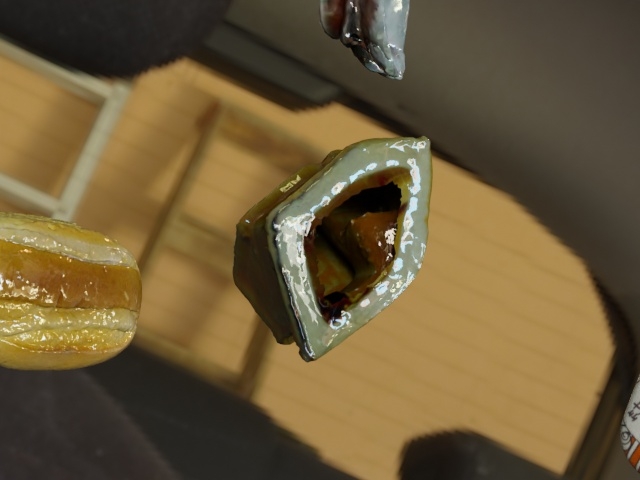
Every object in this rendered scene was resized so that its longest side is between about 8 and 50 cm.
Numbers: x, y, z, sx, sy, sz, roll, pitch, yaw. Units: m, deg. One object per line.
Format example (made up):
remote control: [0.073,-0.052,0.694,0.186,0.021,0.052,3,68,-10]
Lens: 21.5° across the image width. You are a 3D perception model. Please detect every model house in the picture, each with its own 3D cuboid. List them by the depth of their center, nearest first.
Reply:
model house: [0.011,-0.002,1.984,0.173,0.268,0.239,55,-16,-8]

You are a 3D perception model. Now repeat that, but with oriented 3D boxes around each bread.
bread: [-0.263,0.048,1.550,0.106,0.140,0.236,13,4,41]

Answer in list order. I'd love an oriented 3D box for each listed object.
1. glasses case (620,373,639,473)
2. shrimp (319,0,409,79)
glasses case: [0.313,0.066,1.275,0.103,0.266,0.067,23,6,22]
shrimp: [0.183,-0.197,0.816,0.411,0.166,0.221,-11,1,20]
